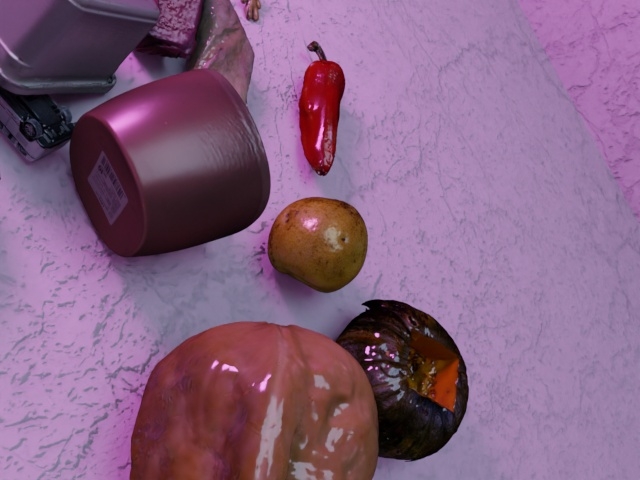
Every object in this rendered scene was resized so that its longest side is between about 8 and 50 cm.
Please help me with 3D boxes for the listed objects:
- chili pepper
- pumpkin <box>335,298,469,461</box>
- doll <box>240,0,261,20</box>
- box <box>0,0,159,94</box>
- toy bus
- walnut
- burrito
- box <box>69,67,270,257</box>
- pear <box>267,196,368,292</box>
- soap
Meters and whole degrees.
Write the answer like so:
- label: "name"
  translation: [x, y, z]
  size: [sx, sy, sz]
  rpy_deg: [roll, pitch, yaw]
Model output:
- label: "chili pepper"
  translation: [0.002, -0.312, 1.422]
  size: [0.110, 0.110, 0.388]
  rpy_deg: [23, 57, -31]
- label: "pumpkin"
  translation: [0.159, 0.277, 1.205]
  size: [0.320, 0.192, 0.321]
  rpy_deg: [19, 59, -35]
- label: "doll"
  translation: [-0.163, -0.577, 1.447]
  size: [0.061, 0.051, 0.093]
  rpy_deg: [1, 70, -47]
- label: "box"
  translation: [-0.400, -0.358, 0.967]
  size: [0.175, 0.182, 0.312]
  rpy_deg: [53, 18, -5]
- label: "toy bus"
  translation: [-0.485, -0.218, 0.967]
  size: [0.194, 0.089, 0.087]
  rpy_deg: [50, 38, -9]
- label: "walnut"
  translation: [-0.100, 0.302, 0.895]
  size: [0.383, 0.383, 0.384]
  rpy_deg: [19, 58, -33]
- label: "burrito"
  translation: [-0.208, -0.350, 1.256]
  size: [0.175, 0.107, 0.348]
  rpy_deg: [40, 46, -61]
- label: "box"
  translation: [-0.252, -0.113, 0.983]
  size: [0.216, 0.301, 0.301]
  rpy_deg: [-25, 87, -40]
- label: "pear"
  translation: [0.000, 0.000, 1.200]
  size: [0.197, 0.197, 0.197]
  rpy_deg: [19, 58, -33]
- label: "soap"
  translation: [-0.311, -0.485, 1.188]
  size: [0.112, 0.182, 0.289]
  rpy_deg: [7, 61, -38]
